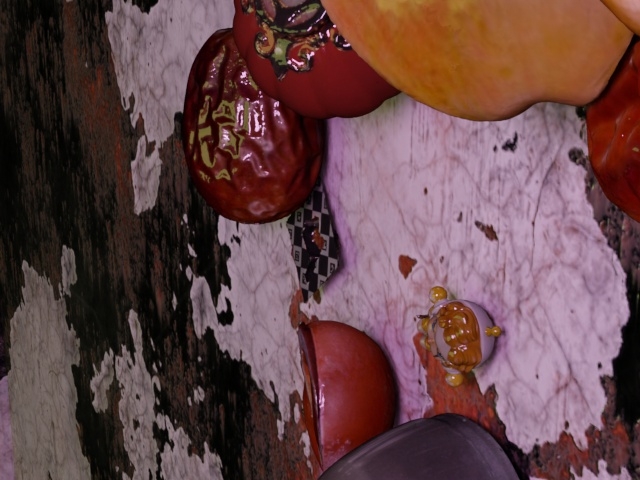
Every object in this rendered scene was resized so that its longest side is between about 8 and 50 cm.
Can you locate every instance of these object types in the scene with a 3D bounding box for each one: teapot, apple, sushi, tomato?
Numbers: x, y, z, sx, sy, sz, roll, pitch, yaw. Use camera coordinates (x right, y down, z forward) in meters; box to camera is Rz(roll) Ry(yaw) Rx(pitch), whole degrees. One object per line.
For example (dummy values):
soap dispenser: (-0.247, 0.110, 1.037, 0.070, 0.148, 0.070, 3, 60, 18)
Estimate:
teapot: (0.067, 0.352, 1.375, 0.239, 0.239, 0.321, 57, 145, 39)
apple: (0.148, -0.256, 0.980, 0.314, 0.309, 0.252, -8, 134, 26)
sushi: (0.000, 0.000, 1.617, 0.120, 0.026, 0.126, 130, 133, -54)
tomato: (0.036, 0.199, 1.503, 0.228, 0.112, 0.199, 92, 171, -71)

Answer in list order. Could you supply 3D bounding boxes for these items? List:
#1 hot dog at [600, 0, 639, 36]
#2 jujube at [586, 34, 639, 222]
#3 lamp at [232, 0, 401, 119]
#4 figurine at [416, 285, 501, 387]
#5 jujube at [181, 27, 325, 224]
hot dog: (0.232, -0.256, 0.706, 0.367, 0.365, 0.196, 62, 149, 33)
jujube: (0.293, -0.099, 0.888, 0.250, 0.174, 0.174, -30, 72, 56)
lamp: (0.011, -0.239, 1.318, 0.227, 0.227, 0.227, 28, 122, 56)
figurine: (0.141, 0.105, 1.352, 0.143, 0.068, 0.101, 109, 147, -62)
jujube: (-0.084, -0.143, 1.570, 0.183, 0.183, 0.243, 22, 119, 58)
